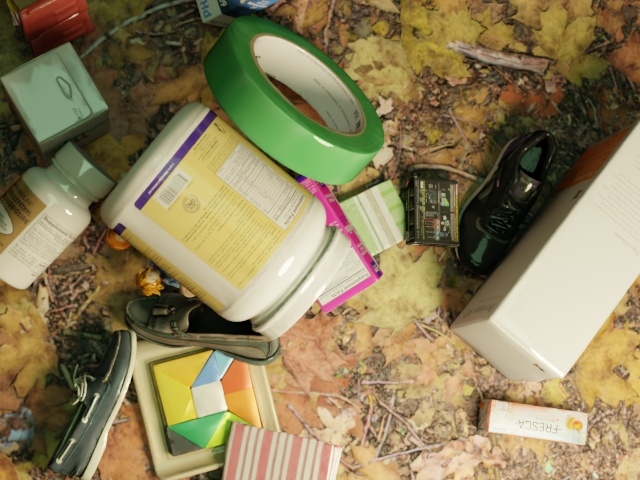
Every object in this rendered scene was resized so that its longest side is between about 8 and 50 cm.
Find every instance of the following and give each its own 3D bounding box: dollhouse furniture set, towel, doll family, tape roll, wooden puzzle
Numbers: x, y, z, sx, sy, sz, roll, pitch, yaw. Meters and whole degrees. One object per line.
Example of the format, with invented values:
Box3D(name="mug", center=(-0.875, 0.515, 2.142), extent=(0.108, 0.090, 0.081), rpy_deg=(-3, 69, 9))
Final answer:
Box3D(name="dollhouse furniture set", center=(-0.584, -0.363, 1.775), extent=(0.374, 0.152, 0.201), rpy_deg=(-31, 76, -13))
Box3D(name="towel", center=(-0.069, 0.383, 1.787), extent=(0.197, 0.029, 0.144), rpy_deg=(9, 86, 21))
Box3D(name="towel", center=(0.082, -0.030, 1.946), extent=(0.152, 0.023, 0.113), rpy_deg=(-25, 90, -16))
Box3D(name="doll family", center=(-0.259, 0.005, 1.830), extent=(0.263, 0.118, 0.163), rpy_deg=(49, 59, -1))
Box3D(name="tape roll", center=(-0.040, -0.233, 1.810), extent=(0.321, 0.321, 0.077), rpy_deg=(41, 118, -3))
Box3D(name="wooden puzzle", center=(-0.191, 0.262, 1.837), extent=(0.221, 0.044, 0.238), rpy_deg=(-13, 85, -12))

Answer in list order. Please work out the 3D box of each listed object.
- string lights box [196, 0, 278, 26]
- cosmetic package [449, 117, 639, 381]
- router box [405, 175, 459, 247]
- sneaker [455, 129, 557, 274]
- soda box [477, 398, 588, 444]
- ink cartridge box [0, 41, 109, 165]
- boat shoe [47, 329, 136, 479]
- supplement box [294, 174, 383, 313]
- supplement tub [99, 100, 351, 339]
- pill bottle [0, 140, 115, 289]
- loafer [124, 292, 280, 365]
Box3D(name="string lights box", center=(-0.097, -0.475, 1.869), extent=(0.260, 0.077, 0.133), rpy_deg=(-20, 85, 27))
Box3D(name="cosmetic package", center=(0.444, 0.021, 1.903), extent=(0.161, 0.230, 0.453), rpy_deg=(40, 76, -3))
Box3D(name="router box", center=(0.199, -0.050, 1.951), extent=(0.092, 0.038, 0.122), rpy_deg=(4, 81, -23))
Box3D(name="sneaker", center=(0.328, -0.075, 1.945), extent=(0.107, 0.124, 0.283), rpy_deg=(28, 78, -6))
Box3D(name="soda box", center=(0.372, 0.319, 1.930), extent=(0.183, 0.063, 0.058), rpy_deg=(10, 81, -9))
Box3D(name="ink cartridge box", center=(-0.429, -0.219, 1.789), extent=(0.127, 0.176, 0.128), rpy_deg=(-31, 89, -14))
Box3D(name="boat shoe", center=(-0.369, 0.260, 1.780), extent=(0.079, 0.095, 0.254), rpy_deg=(21, 88, -19))
Box3D(name="supplement box", center=(0.000, 0.000, 1.862), extent=(0.114, 0.111, 0.220), rpy_deg=(-31, 90, 9))
Box3D(name="supplement tub", center=(-0.143, -0.027, 1.687), extent=(0.331, 0.241, 0.241), rpy_deg=(40, 77, -10))
Box3D(name="pill bottle", center=(-0.445, -0.044, 1.762), extent=(0.131, 0.131, 0.229), rpy_deg=(44, 90, -2))
Box3D(name="loafer", center=(-0.193, 0.131, 1.809), extent=(0.267, 0.084, 0.096), rpy_deg=(13, 58, 3))
